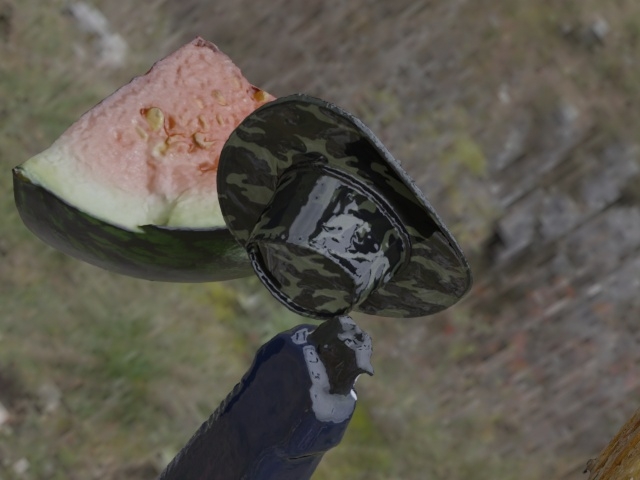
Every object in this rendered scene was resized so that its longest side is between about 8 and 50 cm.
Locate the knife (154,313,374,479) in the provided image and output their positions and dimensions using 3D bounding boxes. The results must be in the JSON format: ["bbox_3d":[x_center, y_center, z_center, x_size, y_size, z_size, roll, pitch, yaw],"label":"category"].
[{"bbox_3d":[-0.021,0.055,0.368,0.018,0.121,0.031,-2,52,-32],"label":"knife"}]

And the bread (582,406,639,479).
[{"bbox_3d":[0.291,0.070,1.042,0.149,0.344,0.195,40,18,3],"label":"bread"}]

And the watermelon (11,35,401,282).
[{"bbox_3d":[-0.049,-0.019,1.020,0.145,0.137,0.193,33,12,19],"label":"watermelon"}]

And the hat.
[{"bbox_3d":[0.000,0.000,0.783,0.121,0.121,0.050,49,52,-9],"label":"hat"}]
